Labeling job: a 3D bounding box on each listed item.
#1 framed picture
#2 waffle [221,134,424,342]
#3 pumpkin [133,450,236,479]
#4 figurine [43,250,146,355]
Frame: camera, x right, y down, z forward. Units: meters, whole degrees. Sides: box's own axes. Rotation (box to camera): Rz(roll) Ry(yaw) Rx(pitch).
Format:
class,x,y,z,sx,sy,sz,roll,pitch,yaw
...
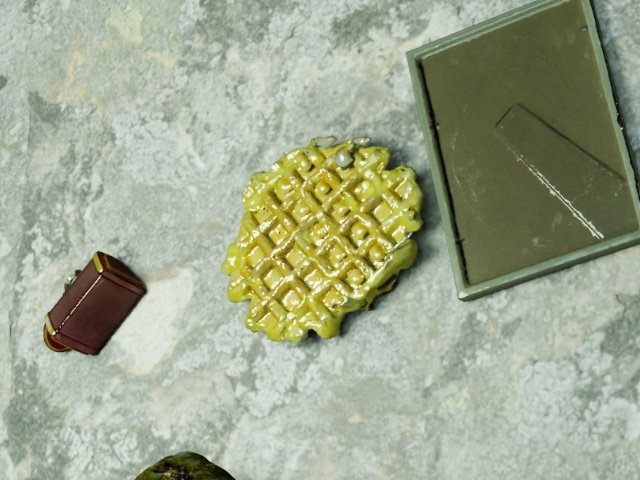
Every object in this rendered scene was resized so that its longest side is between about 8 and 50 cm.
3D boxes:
class,x,y,z,sx,sy,sz,roll,pitch,yaw
framed picture,0.243,-0.120,1.866,0.247,0.022,0.335,-20,68,22
waffle,0.002,0.000,1.947,0.280,0.060,0.262,2,81,30
pumpkin,-0.209,0.408,1.856,0.139,0.222,0.317,41,98,30
figurine,-0.321,0.084,2.094,0.154,0.082,0.098,-50,46,9
